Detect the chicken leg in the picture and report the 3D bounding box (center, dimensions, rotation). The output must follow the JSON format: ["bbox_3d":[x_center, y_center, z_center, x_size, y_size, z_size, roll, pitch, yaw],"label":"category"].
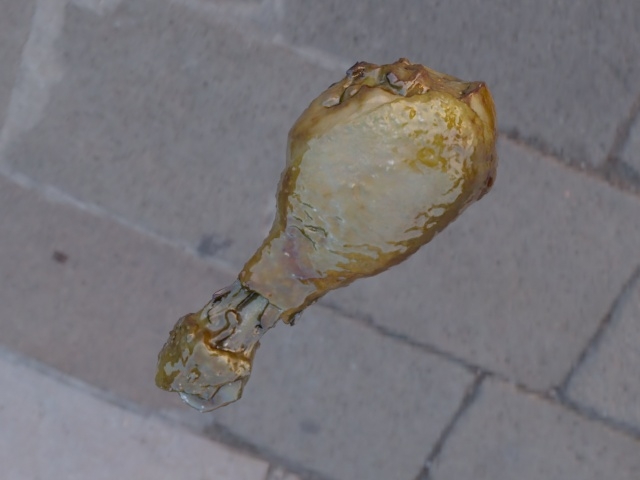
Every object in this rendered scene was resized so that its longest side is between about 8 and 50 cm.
[{"bbox_3d":[-0.001,0.000,0.868,0.107,0.087,0.251,38,103,-11],"label":"chicken leg"}]
